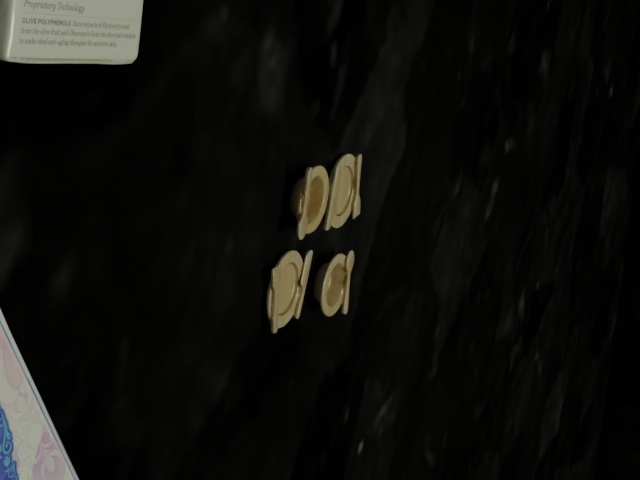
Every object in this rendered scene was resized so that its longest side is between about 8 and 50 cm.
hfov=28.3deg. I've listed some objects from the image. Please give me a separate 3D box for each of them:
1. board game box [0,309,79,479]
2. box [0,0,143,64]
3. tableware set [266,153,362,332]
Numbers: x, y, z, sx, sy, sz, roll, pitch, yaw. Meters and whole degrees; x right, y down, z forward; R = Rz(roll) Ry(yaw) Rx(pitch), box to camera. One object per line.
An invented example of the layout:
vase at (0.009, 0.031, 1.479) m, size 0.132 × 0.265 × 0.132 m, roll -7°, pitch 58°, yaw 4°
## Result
board game box at (-0.180, 0.217, 0.439) m, size 0.318 × 0.066 × 0.318 m, roll -55°, pitch 144°, yaw -41°
box at (-0.139, -0.123, 0.529) m, size 0.102 × 0.101 × 0.087 m, roll -20°, pitch 119°, yaw -67°
tableware set at (0.000, 0.000, 1.048) m, size 0.169 × 0.020 × 0.141 m, roll -14°, pitch 114°, yaw -67°
